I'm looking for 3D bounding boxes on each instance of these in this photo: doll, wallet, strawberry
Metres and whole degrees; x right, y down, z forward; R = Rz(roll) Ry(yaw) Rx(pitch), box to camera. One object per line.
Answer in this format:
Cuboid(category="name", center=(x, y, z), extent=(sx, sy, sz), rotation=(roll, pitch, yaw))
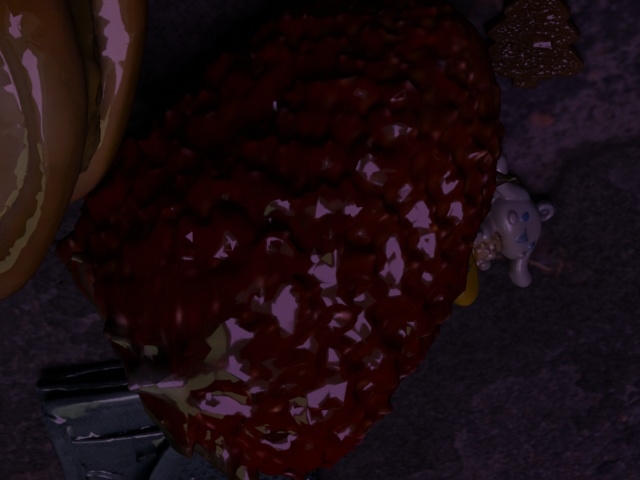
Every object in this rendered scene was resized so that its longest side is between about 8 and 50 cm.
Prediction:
Cuboid(category="doll", center=(0.137, -0.002, 1.042), extent=(0.113, 0.071, 0.135), rotation=(-42, 131, 10))
Cuboid(category="wallet", center=(-0.120, 0.245, 1.258), extent=(0.237, 0.075, 0.342), rotation=(-8, 133, 2))
Cuboid(category="strawberry", center=(0.001, 0.001, 0.912), extent=(0.343, 0.292, 0.292), rotation=(-34, 128, 9))

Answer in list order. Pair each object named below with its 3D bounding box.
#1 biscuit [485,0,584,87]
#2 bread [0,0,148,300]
Cuboid(category="biscuit", center=(0.151, -0.148, 0.924), extent=(0.082, 0.016, 0.092), rotation=(1, 133, 3))
Cuboid(category="bread", center=(-0.204, -0.124, 0.776), extent=(0.211, 0.270, 0.315), rotation=(-2, 130, -21))
